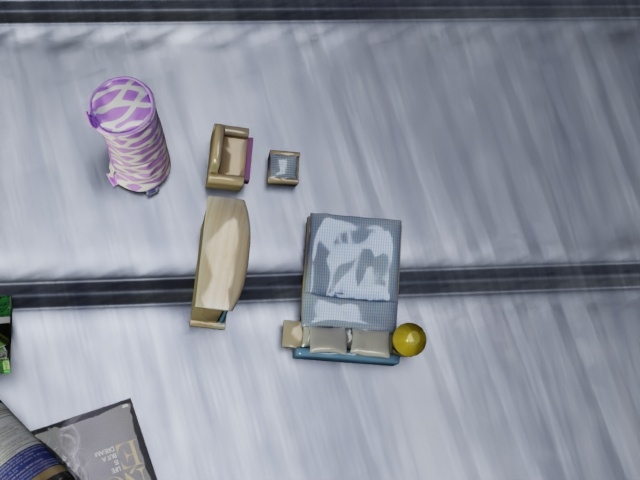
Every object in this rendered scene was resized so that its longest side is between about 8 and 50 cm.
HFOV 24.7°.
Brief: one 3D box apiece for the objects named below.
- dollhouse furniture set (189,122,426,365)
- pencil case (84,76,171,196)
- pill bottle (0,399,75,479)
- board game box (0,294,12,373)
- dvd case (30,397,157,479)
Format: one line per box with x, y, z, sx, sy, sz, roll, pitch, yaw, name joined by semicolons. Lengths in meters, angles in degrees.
0.000;0.000;1.848;0.303;0.198;0.286;7;79;-7;dollhouse furniture set
-0.241;-0.131;1.841;0.088;0.206;0.086;-20;70;-7;pencil case
-0.411;0.261;1.778;0.219;0.123;0.123;42;77;15;pill bottle
-0.513;0.124;1.802;0.259;0.136;0.030;-4;122;-8;board game box
-0.284;0.329;1.844;0.164;0.018;0.221;-18;83;-10;dvd case
